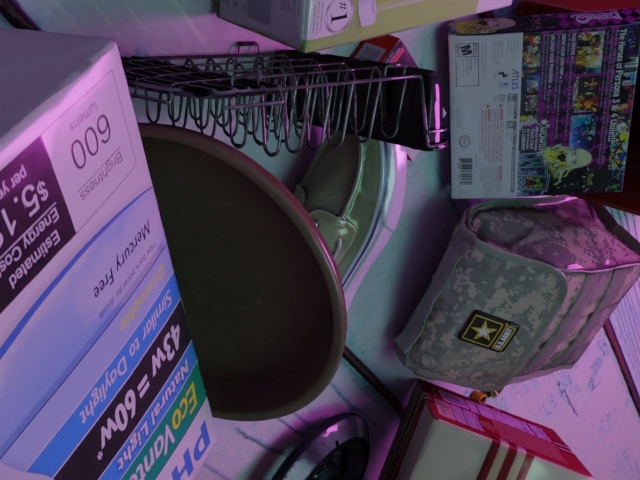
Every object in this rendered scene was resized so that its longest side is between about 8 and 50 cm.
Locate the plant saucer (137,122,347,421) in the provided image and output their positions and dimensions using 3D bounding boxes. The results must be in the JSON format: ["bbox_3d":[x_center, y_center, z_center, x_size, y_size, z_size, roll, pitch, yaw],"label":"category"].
[{"bbox_3d":[-0.102,0.028,0.747,0.041,0.278,0.278,-51,149,-50],"label":"plant saucer"}]

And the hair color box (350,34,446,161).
[{"bbox_3d":[0.078,-0.153,0.993,0.072,0.043,0.141,-55,143,-6],"label":"hair color box"}]

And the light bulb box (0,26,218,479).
[{"bbox_3d":[-0.261,0.110,0.550,0.358,0.225,0.361,-58,151,-43],"label":"light bulb box"}]

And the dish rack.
[{"bbox_3d":[-0.049,-0.116,0.752,0.271,0.208,0.074,-12,112,-43],"label":"dish rack"}]

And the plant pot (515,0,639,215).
[{"bbox_3d":[0.419,-0.211,1.185,0.236,0.267,0.267,-46,143,-36],"label":"plant pot"}]

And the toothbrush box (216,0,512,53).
[{"bbox_3d":[0.055,-0.297,0.804,0.283,0.122,0.206,-22,129,-37],"label":"toothbrush box"}]

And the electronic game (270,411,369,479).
[{"bbox_3d":[-0.011,0.326,1.217,0.229,0.048,0.229,-37,144,-34],"label":"electronic game"}]

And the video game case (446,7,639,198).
[{"bbox_3d":[0.254,-0.152,1.084,0.042,0.210,0.232,-84,169,-49],"label":"video game case"}]

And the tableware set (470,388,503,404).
[{"bbox_3d":[0.293,0.200,1.496,0.154,0.024,0.104,-57,143,-2],"label":"tableware set"}]

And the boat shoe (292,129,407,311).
[{"bbox_3d":[0.000,0.000,0.954,0.094,0.109,0.302,-7,124,-43],"label":"boat shoe"}]

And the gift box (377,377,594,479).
[{"bbox_3d":[0.175,0.354,1.260,0.255,0.276,0.258,-27,137,-84],"label":"gift box"}]

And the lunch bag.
[{"bbox_3d":[0.252,0.071,1.224,0.287,0.169,0.235,-6,136,-33],"label":"lunch bag"}]
